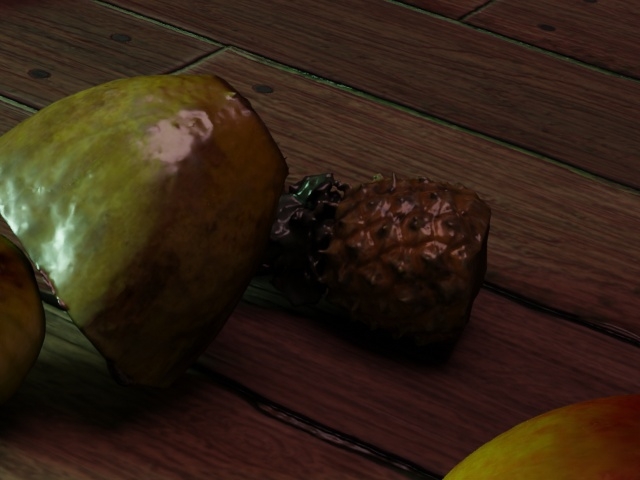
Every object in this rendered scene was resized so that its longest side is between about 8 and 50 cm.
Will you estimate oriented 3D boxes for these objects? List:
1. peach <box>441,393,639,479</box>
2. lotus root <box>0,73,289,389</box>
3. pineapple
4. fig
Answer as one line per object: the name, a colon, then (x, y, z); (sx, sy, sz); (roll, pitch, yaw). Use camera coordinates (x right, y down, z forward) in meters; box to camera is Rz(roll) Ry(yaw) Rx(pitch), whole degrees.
peach: (0.176, 0.196, 0.897); (0.248, 0.245, 0.275); (51, 30, 13)
lotus root: (-0.106, -0.022, 1.159); (0.188, 0.180, 0.199); (51, 0, 15)
pineapple: (0.000, 0.001, 1.272); (0.248, 0.128, 0.128); (11, 27, 12)
fig: (-0.242, 0.053, 1.089); (0.136, 0.120, 0.153); (22, 29, 13)
